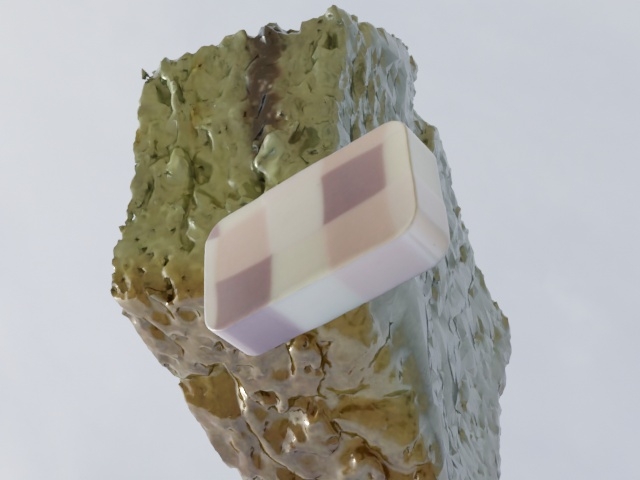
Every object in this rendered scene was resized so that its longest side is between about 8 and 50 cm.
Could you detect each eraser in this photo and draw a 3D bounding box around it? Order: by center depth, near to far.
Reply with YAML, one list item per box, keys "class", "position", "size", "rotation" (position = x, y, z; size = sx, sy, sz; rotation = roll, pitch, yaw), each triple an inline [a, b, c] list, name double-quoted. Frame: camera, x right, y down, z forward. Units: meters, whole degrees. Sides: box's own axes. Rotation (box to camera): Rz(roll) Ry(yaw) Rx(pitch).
- class: "eraser"
  position: [0.000, 0.000, 0.420]
  size: [0.026, 0.105, 0.065]
  rotation: [39, -149, -39]

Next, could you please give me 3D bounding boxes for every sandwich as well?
- class: "sandwich"
  position: [0.013, 0.021, 0.626]
  size: [0.131, 0.325, 0.262]
  rotation: [-14, -152, 23]
